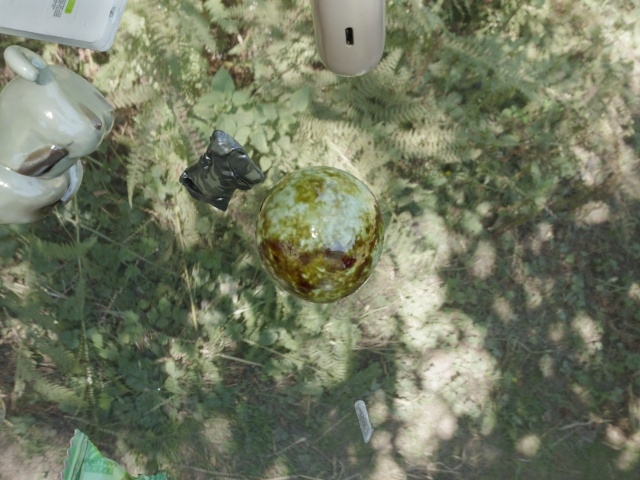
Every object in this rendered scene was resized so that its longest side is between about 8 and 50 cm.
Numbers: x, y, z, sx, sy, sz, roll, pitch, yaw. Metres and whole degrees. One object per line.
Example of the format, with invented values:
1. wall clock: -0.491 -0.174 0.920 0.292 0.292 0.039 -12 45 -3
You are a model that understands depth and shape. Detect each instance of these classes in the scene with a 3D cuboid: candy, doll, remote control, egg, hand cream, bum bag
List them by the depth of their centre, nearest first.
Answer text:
1. remote control: -0.399 -0.344 0.870 0.250 0.034 0.103 14 85 21
2. hand cream: 0.075 0.315 1.046 0.019 0.093 0.030 20 108 -13
3. egg: 0.000 0.000 1.104 0.238 0.290 0.238 -2 42 2
4. doll: -0.567 -0.188 1.197 0.226 0.370 0.215 22 26 -28
5. bum bag: -0.227 -0.151 1.357 0.144 0.340 0.095 37 63 -14
6. candy: -0.544 0.665 1.513 0.171 0.398 0.263 -17 49 5

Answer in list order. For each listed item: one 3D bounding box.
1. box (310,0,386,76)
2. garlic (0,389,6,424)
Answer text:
1. box: 0.032 -0.289 0.689 0.088 0.200 0.146 -1 61 5
2. garlic: -0.674 0.293 1.067 0.160 0.245 0.245 1 76 -6
